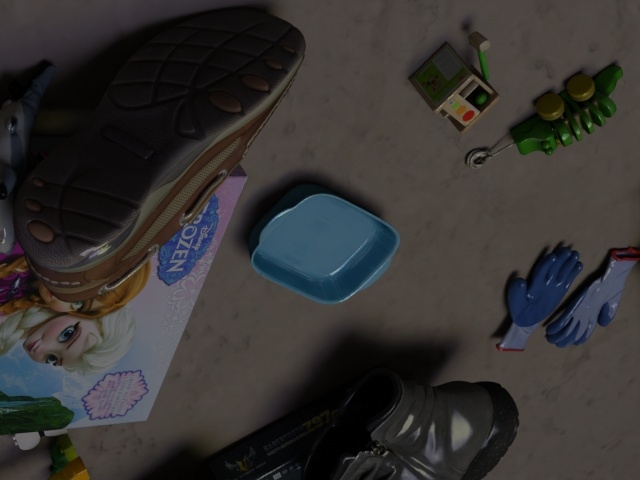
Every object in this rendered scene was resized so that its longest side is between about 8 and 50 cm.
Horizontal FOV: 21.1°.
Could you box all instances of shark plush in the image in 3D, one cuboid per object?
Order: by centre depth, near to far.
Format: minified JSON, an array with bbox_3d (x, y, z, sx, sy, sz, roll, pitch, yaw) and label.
[{"bbox_3d":[-0.255,-0.072,1.405,0.073,0.161,0.067,-13,146,29],"label":"shark plush"}]

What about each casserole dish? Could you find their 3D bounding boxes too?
[{"bbox_3d":[0.000,0.000,1.729,0.114,0.037,0.188,-46,140,15],"label":"casserole dish"}]

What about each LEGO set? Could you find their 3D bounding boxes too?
[{"bbox_3d":[-0.283,0.265,1.766,0.093,0.087,0.227,-24,140,-14],"label":"LEGO set"}]

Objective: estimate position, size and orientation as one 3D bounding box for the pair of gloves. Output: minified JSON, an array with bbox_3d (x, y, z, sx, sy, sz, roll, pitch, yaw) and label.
[{"bbox_3d":[0.287,0.069,2.025,0.198,0.023,0.159,2,128,-38],"label":"pair of gloves"}]

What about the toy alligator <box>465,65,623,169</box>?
[{"bbox_3d":[0.241,-0.114,1.769,0.189,0.051,0.056,-33,142,-2],"label":"toy alligator"}]

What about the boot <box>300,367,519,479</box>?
[{"bbox_3d":[0.061,0.286,1.938,0.222,0.118,0.338,8,113,-40],"label":"boot"}]

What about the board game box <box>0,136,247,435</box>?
[{"bbox_3d":[-0.261,0.047,1.564,0.318,0.066,0.319,-3,132,-34],"label":"board game box"}]

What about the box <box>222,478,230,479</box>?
[{"bbox_3d":[-0.168,0.394,1.889,0.270,0.143,0.165,-24,144,15],"label":"box"}]

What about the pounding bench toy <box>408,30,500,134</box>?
[{"bbox_3d":[0.142,-0.155,1.653,0.083,0.052,0.065,-44,141,12],"label":"pounding bench toy"}]

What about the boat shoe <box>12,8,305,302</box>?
[{"bbox_3d":[-0.133,-0.074,1.442,0.324,0.123,0.116,-44,157,-27],"label":"boat shoe"}]

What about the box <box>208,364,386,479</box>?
[{"bbox_3d":[0.000,0.264,1.993,0.232,0.059,0.183,-29,142,-8],"label":"box"}]
